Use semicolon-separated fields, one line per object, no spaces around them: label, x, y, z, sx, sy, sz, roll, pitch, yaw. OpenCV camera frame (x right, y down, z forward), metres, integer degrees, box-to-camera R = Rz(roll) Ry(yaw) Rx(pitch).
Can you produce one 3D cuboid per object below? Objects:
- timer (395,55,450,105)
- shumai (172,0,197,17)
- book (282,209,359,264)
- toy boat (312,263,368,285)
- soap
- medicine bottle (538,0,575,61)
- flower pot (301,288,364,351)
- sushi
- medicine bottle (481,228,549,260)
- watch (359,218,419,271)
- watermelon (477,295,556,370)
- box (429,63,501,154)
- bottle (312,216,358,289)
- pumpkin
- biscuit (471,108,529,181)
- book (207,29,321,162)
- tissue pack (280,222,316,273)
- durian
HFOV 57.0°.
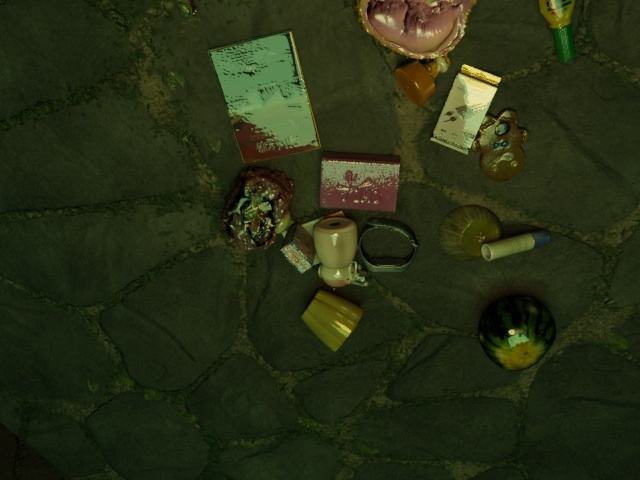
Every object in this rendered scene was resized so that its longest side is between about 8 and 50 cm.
timer;0.316;-0.491;1.720;0.152;0.132;0.132;-36;112;-2
shumai;-0.399;-0.683;1.694;0.083;0.082;0.080;44;133;27
book;0.000;0.000;2.059;0.232;0.022;0.162;-20;112;16
toy boat;0.072;0.113;2.091;0.210;0.084;0.066;10;115;10
soap;0.127;-0.188;1.910;0.259;0.081;0.181;5;119;2
medicine bottle;0.661;-0.626;1.631;0.095;0.064;0.260;-16;117;13
flower pot;0.033;0.274;2.127;0.179;0.195;0.195;35;117;1
sushi;-0.200;-0.103;1.937;0.237;0.171;0.270;29;113;-10
medicine bottle;0.642;0.014;1.936;0.231;0.059;0.059;-13;120;-18
watch;0.236;0.017;2.024;0.206;0.068;0.193;1;120;7
watermelon;0.677;0.320;2.049;0.269;0.269;0.269;2;119;4
box;0.435;-0.394;1.782;0.129;0.033;0.247;23;119;9
bottle;0.054;0.051;1.977;0.148;0.147;0.236;-1;113;6
pumpkin;0.508;-0.007;1.968;0.217;0.110;0.217;1;112;3
biscuit;0.563;-0.292;1.842;0.180;0.039;0.236;-13;119;11
book;-0.167;-0.437;1.832;0.263;0.028;0.374;-11;117;9
tissue pack;-0.072;0.025;1.981;0.065;0.155;0.115;-35;107;22
durian;0.255;-0.615;1.654;0.341;0.112;0.191;10;128;9
